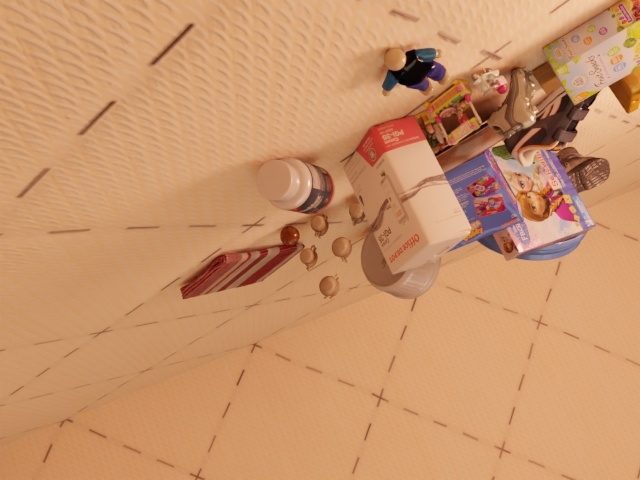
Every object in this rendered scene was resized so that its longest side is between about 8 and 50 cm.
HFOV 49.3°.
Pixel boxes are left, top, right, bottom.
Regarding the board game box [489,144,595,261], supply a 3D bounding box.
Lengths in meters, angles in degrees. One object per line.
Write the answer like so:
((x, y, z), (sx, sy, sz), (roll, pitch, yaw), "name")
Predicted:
((0.590, -0.130, 1.999), (0.318, 0.319, 0.066), (-17, 163, -28), "board game box")

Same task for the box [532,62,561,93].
((0.584, -0.406, 1.567), (0.201, 0.021, 0.164), (-29, 165, 22), "box")

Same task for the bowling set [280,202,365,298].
((0.000, 0.000, 1.922), (0.154, 0.199, 0.287), (39, 74, -80), "bowling set")

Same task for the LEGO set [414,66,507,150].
((0.283, -0.245, 1.495), (0.132, 0.107, 0.287), (-17, 164, -26), "LEGO set")

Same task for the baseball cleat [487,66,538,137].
((0.392, -0.285, 1.442), (0.109, 0.072, 0.206), (-33, -158, 32), "baseball cleat")

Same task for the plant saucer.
((0.350, -0.224, 1.622), (0.310, 0.050, 0.310), (-31, -178, 1), "plant saucer")

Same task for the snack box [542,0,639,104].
((0.591, -0.394, 1.453), (0.207, 0.070, 0.174), (-29, 151, 24), "snack box")

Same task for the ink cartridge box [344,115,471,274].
((0.183, -0.094, 1.528), (0.117, 0.283, 0.207), (-18, 165, -23), "ink cartridge box")

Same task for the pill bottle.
((-0.054, -0.113, 1.440), (0.108, 0.108, 0.180), (-29, 165, 22), "pill bottle")

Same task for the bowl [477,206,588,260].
((0.659, -0.069, 2.248), (0.391, 0.391, 0.077), (-18, 129, -23), "bowl")

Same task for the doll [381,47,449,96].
((0.162, -0.297, 1.229), (0.129, 0.046, 0.189), (-31, 165, 25), "doll")

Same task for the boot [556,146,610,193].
((0.746, -0.194, 2.278), (0.338, 0.118, 0.223), (-20, -158, -9), "boot")

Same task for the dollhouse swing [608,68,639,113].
((0.922, -0.375, 1.655), (0.346, 0.305, 0.315), (-29, 165, 17), "dollhouse swing")

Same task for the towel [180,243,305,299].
((-0.226, 0.081, 2.048), (0.237, 0.037, 0.329), (-37, 163, 37), "towel")

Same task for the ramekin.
((0.249, 0.052, 2.271), (0.127, 0.273, 0.273), (10, 147, -43), "ramekin")

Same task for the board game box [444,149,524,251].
((0.327, -0.089, 1.854), (0.347, 0.233, 0.078), (-24, -151, 24), "board game box")

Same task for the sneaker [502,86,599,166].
((0.615, -0.308, 1.780), (0.126, 0.127, 0.321), (-9, 159, -42), "sneaker")
